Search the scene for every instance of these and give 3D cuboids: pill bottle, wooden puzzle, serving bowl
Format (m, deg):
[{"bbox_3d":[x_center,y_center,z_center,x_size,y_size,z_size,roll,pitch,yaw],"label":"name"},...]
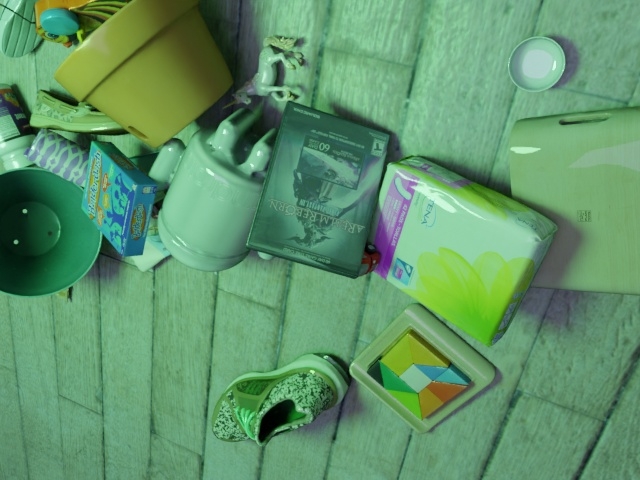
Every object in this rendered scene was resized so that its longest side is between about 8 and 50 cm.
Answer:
[{"bbox_3d":[-0.742,-0.260,1.347,0.108,0.108,0.193,-15,104,29],"label":"pill bottle"},{"bbox_3d":[0.201,0.274,1.180,0.221,0.044,0.239,40,121,5],"label":"wooden puzzle"},{"bbox_3d":[0.339,-0.277,0.896,0.083,0.027,0.083,9,114,21],"label":"serving bowl"}]

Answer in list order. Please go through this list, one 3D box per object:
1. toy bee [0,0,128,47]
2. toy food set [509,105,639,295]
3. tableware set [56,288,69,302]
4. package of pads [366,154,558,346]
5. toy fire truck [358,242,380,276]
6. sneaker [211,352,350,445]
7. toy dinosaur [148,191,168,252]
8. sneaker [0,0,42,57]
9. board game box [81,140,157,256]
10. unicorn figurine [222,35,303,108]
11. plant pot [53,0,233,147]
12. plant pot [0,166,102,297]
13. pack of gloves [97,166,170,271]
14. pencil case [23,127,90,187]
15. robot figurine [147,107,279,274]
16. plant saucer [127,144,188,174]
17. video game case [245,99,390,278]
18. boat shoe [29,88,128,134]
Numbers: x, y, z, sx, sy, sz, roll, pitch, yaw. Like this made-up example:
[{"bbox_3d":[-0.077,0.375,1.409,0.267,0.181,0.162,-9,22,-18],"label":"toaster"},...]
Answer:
[{"bbox_3d":[-0.516,-0.463,1.156,0.298,0.162,0.195,11,84,6],"label":"toy bee"},{"bbox_3d":[0.434,-0.054,0.924,0.219,0.092,0.306,2,111,36],"label":"toy food set"},{"bbox_3d":[-0.722,0.085,1.534,0.168,0.020,0.141,25,119,13],"label":"tableware set"},{"bbox_3d":[0.224,0.005,0.986,0.296,0.101,0.229,33,124,28],"label":"package of pads"},{"bbox_3d":[0.000,0.000,1.030,0.192,0.135,0.047,45,133,28],"label":"toy fire truck"},{"bbox_3d":[-0.132,0.391,1.299,0.410,0.182,0.158,-33,95,32],"label":"sneaker"},{"bbox_3d":[-0.357,-0.059,1.300,0.092,0.053,0.183,11,124,3],"label":"toy dinosaur"},{"bbox_3d":[-0.629,-0.514,1.212,0.091,0.094,0.258,48,119,21],"label":"sneaker"},{"bbox_3d":[-0.414,-0.088,1.162,0.210,0.047,0.160,37,119,37],"label":"board game box"},{"bbox_3d":[-0.099,-0.302,1.067,0.111,0.060,0.162,19,93,13],"label":"unicorn figurine"},{"bbox_3d":[-0.298,-0.308,1.042,0.291,0.291,0.203,-27,114,31],"label":"plant pot"},{"bbox_3d":[-0.682,-0.022,1.350,0.195,0.290,0.290,7,120,61],"label":"plant pot"},{"bbox_3d":[-0.404,-0.028,1.269,0.232,0.046,0.195,-29,114,33],"label":"pack of gloves"},{"bbox_3d":[-0.540,-0.166,1.267,0.206,0.086,0.088,33,147,-26],"label":"pencil case"},{"bbox_3d":[-0.195,-0.081,1.119,0.300,0.200,0.353,32,121,0],"label":"robot figurine"},{"bbox_3d":[-0.351,-0.166,1.262,0.192,0.018,0.067,-6,109,27],"label":"plant saucer"},{"bbox_3d":[0.001,-0.090,0.989,0.196,0.274,0.026,16,163,-8],"label":"video game case"},{"bbox_3d":[-0.522,-0.279,1.241,0.285,0.104,0.089,9,98,23],"label":"boat shoe"}]
